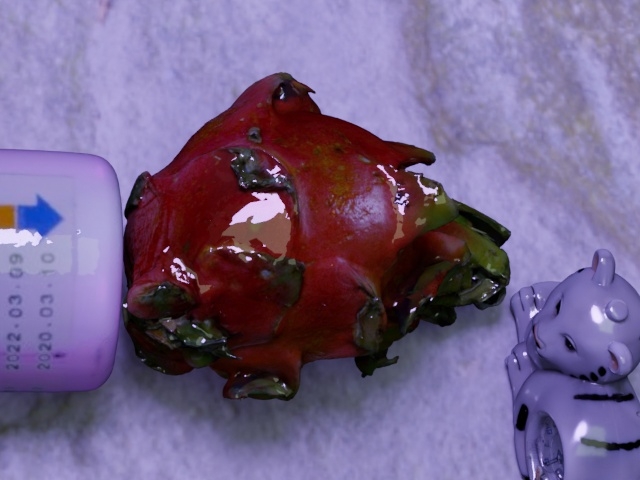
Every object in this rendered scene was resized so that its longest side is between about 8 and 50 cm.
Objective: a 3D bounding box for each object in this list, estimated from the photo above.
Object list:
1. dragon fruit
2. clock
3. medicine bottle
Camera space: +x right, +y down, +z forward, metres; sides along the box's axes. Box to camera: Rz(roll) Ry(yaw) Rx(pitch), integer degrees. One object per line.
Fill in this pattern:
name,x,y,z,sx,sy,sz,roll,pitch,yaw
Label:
dragon fruit,0.000,0.020,1.077,0.269,0.198,0.200,28,58,-20
clock,0.178,0.102,1.122,0.080,0.117,0.176,-2,76,-14
medicine bottle,-0.251,0.017,1.021,0.254,0.152,0.152,1,75,-13
